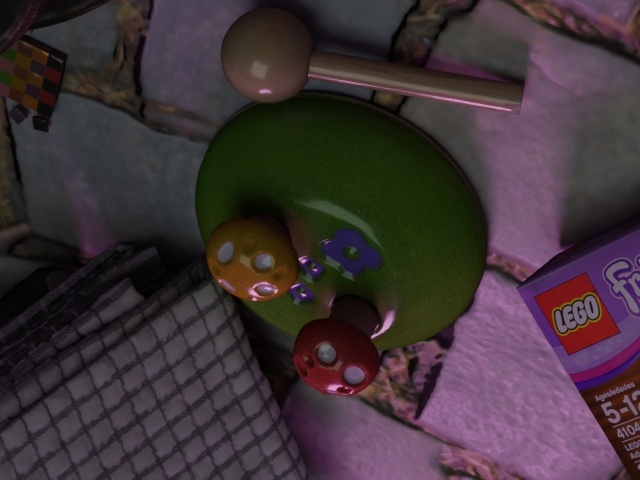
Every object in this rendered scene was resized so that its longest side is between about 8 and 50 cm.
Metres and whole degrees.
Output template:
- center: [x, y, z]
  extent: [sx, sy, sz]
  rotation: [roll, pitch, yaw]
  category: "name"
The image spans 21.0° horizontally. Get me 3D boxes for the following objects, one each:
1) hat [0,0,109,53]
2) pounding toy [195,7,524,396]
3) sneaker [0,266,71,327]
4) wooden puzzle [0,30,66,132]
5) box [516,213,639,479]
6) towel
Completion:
- center: [-0.226, -0.153, 0.866]
  extent: [0.331, 0.134, 0.331]
  rotation: [-1, 150, 0]
  category: "hat"
- center: [0.000, 0.000, 0.987]
  extent: [0.183, 0.110, 0.237]
  rotation: [20, 135, 8]
  category: "pounding toy"
- center: [-0.272, 0.095, 1.190]
  extent: [0.267, 0.101, 0.106]
  rotation: [-42, 84, 22]
  category: "sneaker"
- center: [-0.182, -0.103, 1.056]
  extent: [0.049, 0.006, 0.083]
  rotation: [26, 135, 3]
  category: "wooden puzzle"
- center: [0.269, 0.048, 0.895]
  extent: [0.293, 0.057, 0.201]
  rotation: [-30, 93, 40]
  category: "box"
- center: [-0.156, 0.163, 1.103]
  extent: [0.121, 0.284, 0.235]
  rotation: [14, 135, 50]
  category: "towel"
